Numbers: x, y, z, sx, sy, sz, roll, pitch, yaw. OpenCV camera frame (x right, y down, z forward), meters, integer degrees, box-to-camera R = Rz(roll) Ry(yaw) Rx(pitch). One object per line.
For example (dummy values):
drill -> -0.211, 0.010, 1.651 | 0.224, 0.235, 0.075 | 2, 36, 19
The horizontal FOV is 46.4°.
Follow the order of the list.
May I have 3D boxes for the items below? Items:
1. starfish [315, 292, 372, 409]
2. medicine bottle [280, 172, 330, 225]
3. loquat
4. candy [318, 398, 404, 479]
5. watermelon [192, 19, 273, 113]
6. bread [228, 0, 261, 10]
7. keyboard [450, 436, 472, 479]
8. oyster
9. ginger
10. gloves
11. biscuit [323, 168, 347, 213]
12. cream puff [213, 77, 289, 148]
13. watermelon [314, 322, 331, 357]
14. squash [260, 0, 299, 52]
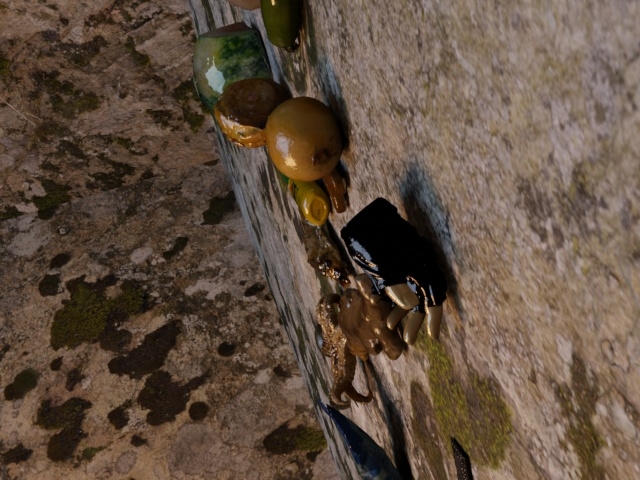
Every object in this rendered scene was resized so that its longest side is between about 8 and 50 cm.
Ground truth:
starfish -> 0.055, 0.283, 1.795 | 0.312, 0.113, 0.303 | -106, 6, -60
medicine bottle -> -0.041, -0.123, 1.723 | 0.260, 0.064, 0.094 | -122, 17, -59
loquat -> -0.029, -0.182, 1.335 | 0.163, 0.137, 0.163 | 55, 174, 8
candy -> 0.116, 0.503, 1.704 | 0.331, 0.077, 0.187 | 56, 173, -31
watermelon -> -0.198, -0.397, 1.932 | 0.180, 0.224, 0.305 | -56, -35, -41
bread -> -0.196, -0.599, 1.416 | 0.102, 0.183, 0.337 | -107, 6, -53
keyboard -> 0.246, 0.425, 1.252 | 0.063, 0.010, 0.197 | -126, 20, -67
oyster -> 0.000, 0.002, 1.723 | 0.345, 0.079, 0.128 | -116, 21, -52
ginger -> 0.096, 0.159, 1.439 | 0.166, 0.080, 0.333 | 56, 161, 7
gloves -> 0.109, 0.047, 1.046 | 0.203, 0.124, 0.164 | 50, -170, 5
biscuit -> 0.008, -0.160, 1.470 | 0.138, 0.031, 0.204 | 80, 167, -61
cream puff -> -0.145, -0.287, 1.722 | 0.129, 0.189, 0.189 | 79, 170, -57
watermelon -> 0.023, 0.263, 2.012 | 0.078, 0.078, 0.110 | 95, 157, -67
squash -> -0.070, -0.438, 1.308 | 0.071, 0.080, 0.318 | 26, 151, 19
